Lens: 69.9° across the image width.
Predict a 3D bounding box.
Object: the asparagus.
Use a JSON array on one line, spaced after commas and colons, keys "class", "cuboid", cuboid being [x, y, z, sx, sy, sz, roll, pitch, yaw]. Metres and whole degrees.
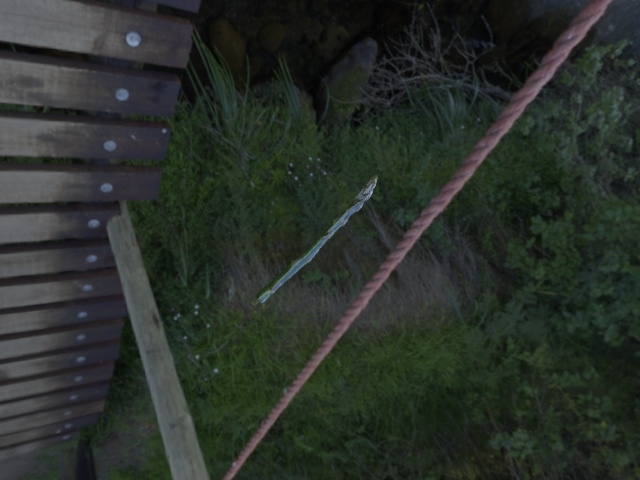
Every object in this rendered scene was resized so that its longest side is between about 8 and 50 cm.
[{"class": "asparagus", "cuboid": [0.000, 0.000, 0.431, 0.163, 0.016, 0.016, -45, 122, 2]}]
